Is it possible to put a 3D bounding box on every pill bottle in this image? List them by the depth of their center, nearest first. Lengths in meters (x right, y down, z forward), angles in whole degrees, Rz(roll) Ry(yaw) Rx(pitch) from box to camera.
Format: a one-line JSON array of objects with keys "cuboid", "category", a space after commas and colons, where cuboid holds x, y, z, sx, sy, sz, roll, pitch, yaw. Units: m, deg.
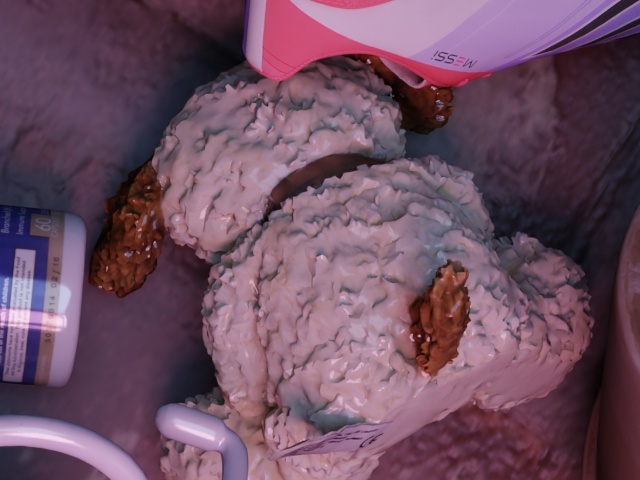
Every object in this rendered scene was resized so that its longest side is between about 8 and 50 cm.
[{"cuboid": [-0.210, 0.024, 0.851, 0.169, 0.094, 0.094, 6, 83, -12], "category": "pill bottle"}]

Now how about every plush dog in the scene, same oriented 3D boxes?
[{"cuboid": [0.000, 0.000, 0.866, 0.262, 0.210, 0.225, -29, 66, -13], "category": "plush dog"}]

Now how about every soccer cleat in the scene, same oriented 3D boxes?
[{"cuboid": [0.091, -0.132, 0.865, 0.318, 0.108, 0.116, 0, 121, -43], "category": "soccer cleat"}]

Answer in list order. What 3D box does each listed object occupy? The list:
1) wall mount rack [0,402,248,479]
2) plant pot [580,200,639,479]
[{"cuboid": [-0.209, 0.156, 0.772, 0.304, 0.350, 0.130, 14, 37, -13], "category": "wall mount rack"}, {"cuboid": [0.260, 0.077, 0.781, 0.323, 0.280, 0.323, -12, 55, 17], "category": "plant pot"}]
